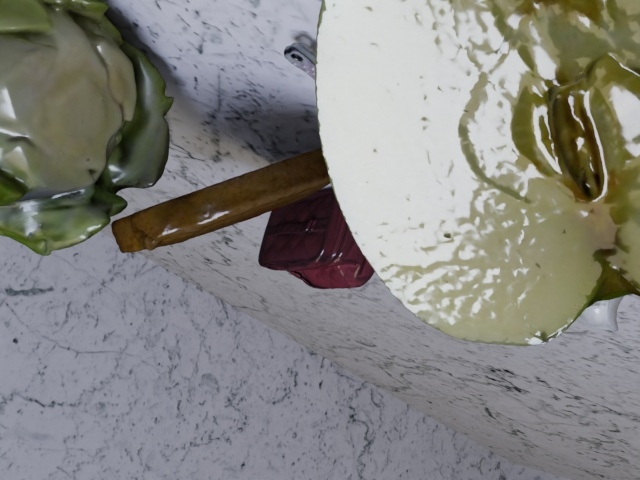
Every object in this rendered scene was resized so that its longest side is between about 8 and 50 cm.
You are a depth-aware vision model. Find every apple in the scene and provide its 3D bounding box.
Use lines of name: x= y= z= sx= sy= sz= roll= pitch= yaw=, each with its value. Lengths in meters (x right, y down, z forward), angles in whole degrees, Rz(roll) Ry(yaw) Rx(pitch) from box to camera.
apple: x=0.187 y=-0.091 z=0.575 sx=0.312 sy=0.320 sz=0.360 roll=36 pitch=151 yaw=59

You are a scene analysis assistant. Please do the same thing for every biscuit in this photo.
biscuit: x=-0.140 y=-0.053 z=1.169 sx=0.381 sy=0.359 sz=0.074 roll=-18 pitch=93 yaw=45

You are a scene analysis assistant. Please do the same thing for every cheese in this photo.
cheese: x=0.028 y=-0.176 z=0.983 sx=0.171 sy=0.047 sz=0.092 roll=26 pitch=161 yaw=-9

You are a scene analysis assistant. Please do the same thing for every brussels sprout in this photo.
brussels sprout: x=-0.447 y=-0.189 z=1.097 sx=0.361 sy=0.342 sz=0.425 roll=17 pitch=160 yaw=34

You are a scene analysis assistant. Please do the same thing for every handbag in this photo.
handbag: x=0.000 y=0.000 z=1.397 sx=0.135 sy=0.146 sz=0.225 roll=28 pitch=164 yaw=-31

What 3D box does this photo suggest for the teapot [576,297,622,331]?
teapot: x=0.301 y=0.000 z=0.993 sx=0.298 sy=0.139 sz=0.204 roll=35 pitch=163 yaw=-34
